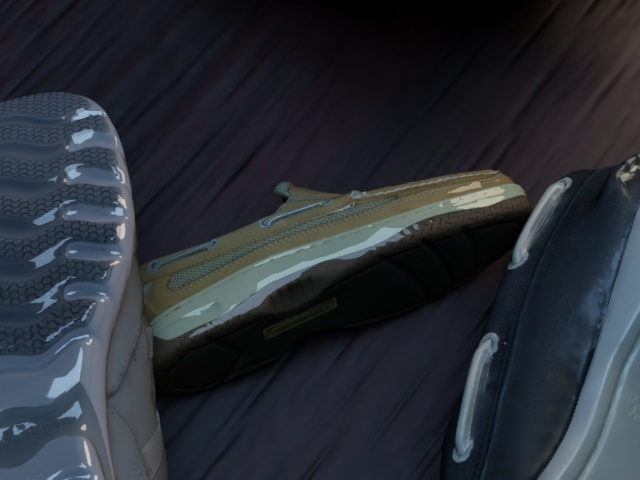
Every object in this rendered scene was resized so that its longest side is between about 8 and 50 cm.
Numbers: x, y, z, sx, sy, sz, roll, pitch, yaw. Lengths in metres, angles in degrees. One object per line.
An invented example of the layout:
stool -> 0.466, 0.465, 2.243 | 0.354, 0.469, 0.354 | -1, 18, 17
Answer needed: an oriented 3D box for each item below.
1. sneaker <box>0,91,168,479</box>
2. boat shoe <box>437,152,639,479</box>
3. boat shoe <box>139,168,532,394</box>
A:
sneaker -> -0.115, 0.073, 0.607 | 0.105, 0.115, 0.281 | -7, 65, 5
boat shoe -> 0.099, 0.098, 0.625 | 0.114, 0.091, 0.302 | 46, 61, -32
boat shoe -> 0.000, 0.000, 0.675 | 0.190, 0.068, 0.072 | -20, 57, -12
